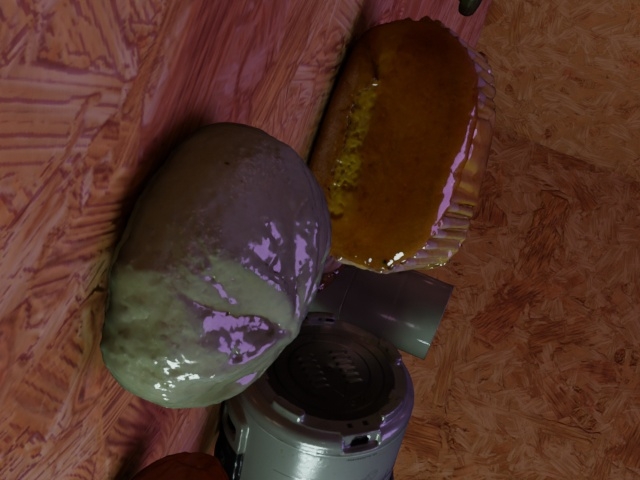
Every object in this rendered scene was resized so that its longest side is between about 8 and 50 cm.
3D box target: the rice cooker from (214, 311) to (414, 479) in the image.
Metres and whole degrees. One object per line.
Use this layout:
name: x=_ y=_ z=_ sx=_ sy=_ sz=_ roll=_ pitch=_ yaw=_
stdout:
rice cooker: x=-0.010 y=0.241 z=1.049 sx=0.241 sy=0.280 sz=0.227 roll=-8 pitch=129 yaw=-27

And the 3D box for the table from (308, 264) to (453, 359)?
table: x=0.082 y=0.087 z=1.268 sx=0.126 sy=0.220 sz=0.126 roll=22 pitch=90 yaw=-80

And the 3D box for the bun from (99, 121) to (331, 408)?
bun: x=-0.061 y=0.024 z=0.547 sx=0.195 sy=0.118 sz=0.195 roll=-63 pitch=173 yaw=-13

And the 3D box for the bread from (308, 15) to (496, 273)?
bread: x=0.084 y=-0.107 z=0.930 sx=0.156 sy=0.204 sz=0.288 roll=2 pitch=109 yaw=-58

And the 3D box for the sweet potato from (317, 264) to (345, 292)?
sweet potato: x=-0.007 y=0.041 z=1.115 sx=0.274 sy=0.067 sz=0.067 roll=-53 pitch=164 yaw=-54

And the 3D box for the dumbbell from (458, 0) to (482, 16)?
dumbbell: x=0.120 y=-0.283 z=0.871 sx=0.046 sy=0.118 sz=0.052 roll=-56 pitch=169 yaw=-37

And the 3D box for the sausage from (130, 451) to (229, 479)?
sausage: x=-0.157 y=0.307 z=0.718 sx=0.113 sy=0.113 sz=0.259 roll=11 pitch=103 yaw=-82

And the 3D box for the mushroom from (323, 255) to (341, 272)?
mushroom: x=0.000 y=0.000 z=1.050 sx=0.083 sy=0.067 sz=0.084 roll=-173 pitch=-90 yaw=-68
